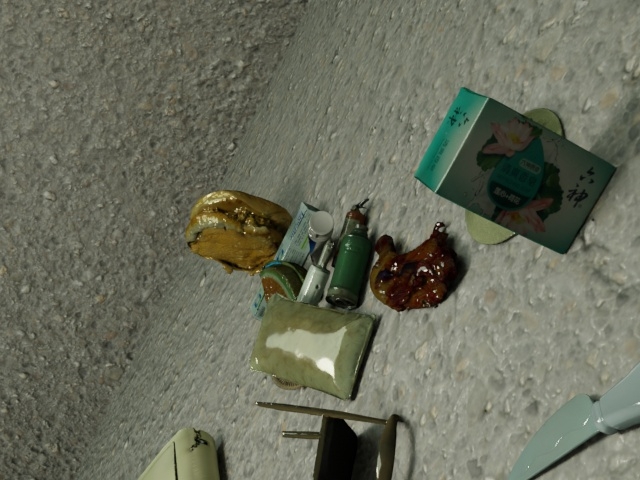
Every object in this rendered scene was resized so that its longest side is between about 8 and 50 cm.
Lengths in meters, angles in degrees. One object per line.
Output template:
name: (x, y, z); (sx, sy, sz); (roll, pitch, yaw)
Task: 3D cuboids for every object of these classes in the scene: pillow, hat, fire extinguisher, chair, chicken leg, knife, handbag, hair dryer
pillow: (-0.028, 0.217, 1.714); (0.302, 0.075, 0.185); (9, 77, 40)
hat: (0.279, -0.131, 1.374); (0.257, 0.130, 0.257); (-51, 26, 37)
fire extinguisher: (0.073, -0.015, 1.884); (0.062, 0.050, 0.177); (-5, 64, 53)
chair: (0.019, 0.400, 1.436); (0.272, 0.166, 0.188); (-1, 57, 21)
chicken leg: (0.168, 0.046, 1.555); (0.322, 0.083, 0.177); (-17, 44, 62)
knife: (0.330, 0.224, 1.004); (0.331, 0.044, 0.080); (-50, 26, 46)
handbag: (-0.345, 0.671, 2.047); (0.237, 0.160, 0.358); (-56, 23, 13)
hair dryer: (-0.037, 0.155, 1.877); (0.357, 0.107, 0.173); (-67, 22, 7)

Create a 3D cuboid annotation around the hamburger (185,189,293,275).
hamburger: (-0.242, -0.025, 2.339); (0.318, 0.318, 0.158); (-40, 34, 51)

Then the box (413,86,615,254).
box: (0.280, -0.099, 1.168); (0.153, 0.244, 0.092); (-63, 21, 11)

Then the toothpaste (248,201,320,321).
toothpaste: (-0.091, 0.063, 2.189); (0.337, 0.067, 0.081); (-63, 20, 9)

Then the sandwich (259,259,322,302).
sandwich: (-0.097, 0.123, 2.044); (0.235, 0.079, 0.159); (51, 127, 45)

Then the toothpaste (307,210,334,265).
toothpaste: (0.000, 0.000, 1.942); (0.266, 0.061, 0.096); (91, -164, -72)

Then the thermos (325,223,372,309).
thermos: (0.072, 0.055, 1.793); (0.073, 0.083, 0.188); (-5, 60, 43)
